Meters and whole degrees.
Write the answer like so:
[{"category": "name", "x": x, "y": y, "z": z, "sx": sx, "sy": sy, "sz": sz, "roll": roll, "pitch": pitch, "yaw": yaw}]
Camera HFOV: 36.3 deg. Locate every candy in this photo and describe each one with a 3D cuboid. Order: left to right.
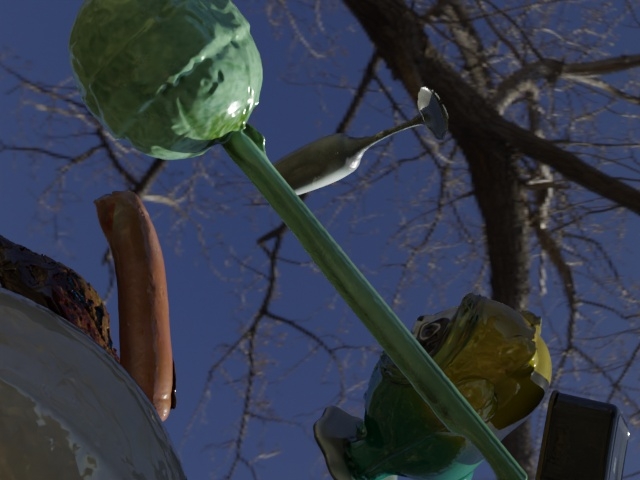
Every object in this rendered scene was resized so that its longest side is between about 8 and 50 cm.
[{"category": "candy", "x": 0.000, "y": 0.000, "z": 0.656, "sx": 0.119, "sy": 0.119, "sz": 0.440, "roll": -37, "pitch": -84, "yaw": 34}]

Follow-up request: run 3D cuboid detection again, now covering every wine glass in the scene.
[{"category": "wine glass", "x": 0.036, "y": -0.116, "z": 1.266, "sx": 0.262, "sy": 0.074, "sz": 0.074, "roll": -21, "pitch": -100, "yaw": 30}]

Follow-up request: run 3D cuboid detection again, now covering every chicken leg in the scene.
[{"category": "chicken leg", "x": -0.189, "y": 0.092, "z": 0.728, "sx": 0.063, "sy": 0.105, "sz": 0.233, "roll": -30, "pitch": -117, "yaw": 13}]

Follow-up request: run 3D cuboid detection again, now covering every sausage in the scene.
[{"category": "sausage", "x": -0.134, "y": 0.047, "z": 0.712, "sx": 0.047, "sy": 0.040, "sz": 0.176, "roll": -20, "pitch": -107, "yaw": 36}]

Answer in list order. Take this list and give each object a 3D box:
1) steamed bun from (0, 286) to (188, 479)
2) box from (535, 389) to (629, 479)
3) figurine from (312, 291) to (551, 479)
[{"category": "steamed bun", "x": -0.194, "y": 0.146, "z": 0.449, "sx": 0.177, "sy": 0.283, "sz": 0.282, "roll": -128, "pitch": -136, "yaw": -77}, {"category": "box", "x": 0.355, "y": 0.290, "z": 1.309, "sx": 0.090, "sy": 0.201, "sz": 0.144, "roll": 7, "pitch": -107, "yaw": 24}, {"category": "figurine", "x": 0.177, "y": 0.225, "z": 1.377, "sx": 0.340, "sy": 0.323, "sz": 0.231, "roll": -41, "pitch": -91, "yaw": 21}]
